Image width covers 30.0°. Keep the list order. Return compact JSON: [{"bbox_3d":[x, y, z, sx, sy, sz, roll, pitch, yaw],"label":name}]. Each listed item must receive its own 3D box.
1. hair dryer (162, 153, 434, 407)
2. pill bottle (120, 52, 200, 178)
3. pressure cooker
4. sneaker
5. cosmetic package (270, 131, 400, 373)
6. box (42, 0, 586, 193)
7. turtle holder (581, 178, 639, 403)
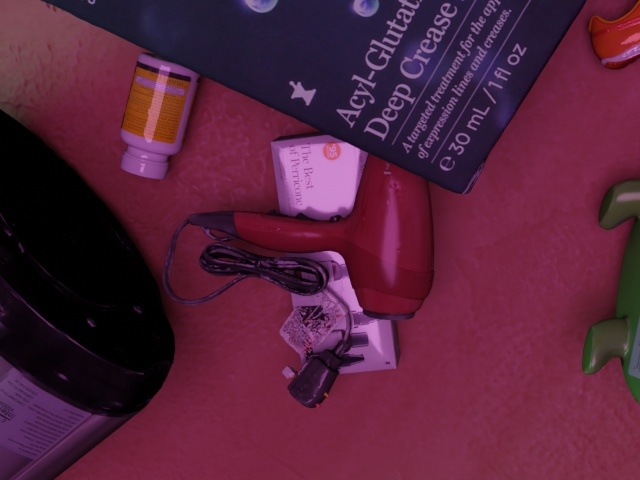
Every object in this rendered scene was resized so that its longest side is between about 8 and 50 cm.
[{"bbox_3d":[0.000,0.000,1.116,0.223,0.080,0.293,42,102,0],"label":"hair dryer"},{"bbox_3d":[-0.162,-0.123,1.185,0.065,0.065,0.116,16,100,4],"label":"pill bottle"},{"bbox_3d":[-0.396,0.108,1.096,0.420,0.375,0.370,-39,96,11],"label":"pressure cooker"},{"bbox_3d":[0.335,-0.221,1.112,0.175,0.064,0.067,-22,86,7],"label":"sneaker"},{"bbox_3d":[0.017,0.011,1.188,0.098,0.060,0.239,-7,99,7],"label":"cosmetic package"},{"bbox_3d":[0.018,-0.274,0.973,0.395,0.212,0.294,24,123,-8],"label":"box"},{"bbox_3d":[0.389,0.015,1.080,0.227,0.243,0.320,12,61,-10],"label":"turtle holder"}]
